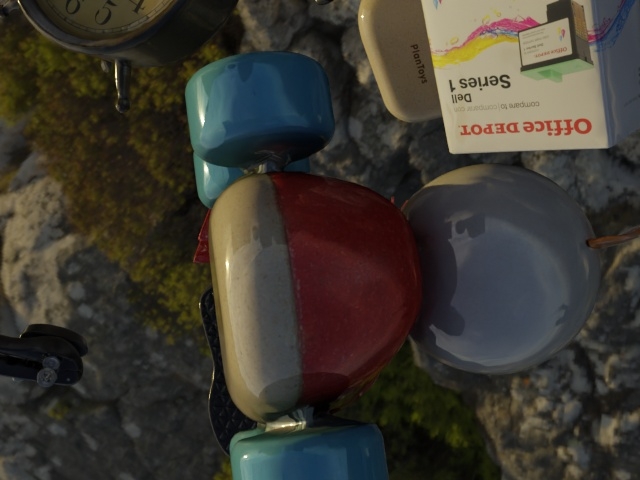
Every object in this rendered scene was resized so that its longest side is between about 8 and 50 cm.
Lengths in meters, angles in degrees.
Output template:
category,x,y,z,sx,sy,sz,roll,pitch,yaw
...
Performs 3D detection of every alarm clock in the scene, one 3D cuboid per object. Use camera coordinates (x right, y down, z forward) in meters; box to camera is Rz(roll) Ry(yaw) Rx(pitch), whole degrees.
category,x,y,z,sx,sy,sz,roll,pitch,yaw
alarm clock,-0.089,-0.174,0.442,0.129,0.064,0.192,39,107,18

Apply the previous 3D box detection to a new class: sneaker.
category,x,y,z,sx,sy,sz,roll,pitch,yaw
sneaker,-0.093,0.157,1.059,0.084,0.234,0.097,-9,166,10

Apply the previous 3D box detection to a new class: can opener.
category,x,y,z,sx,sy,sz,roll,pitch,yaw
can opener,-0.346,0.121,0.903,0.186,0.073,0.059,10,101,-22

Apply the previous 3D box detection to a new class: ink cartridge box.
category,x,y,z,sx,sy,sz,roll,pitch,yaw
ink cartridge box,0.227,-0.240,0.908,0.201,0.117,0.278,3,114,42

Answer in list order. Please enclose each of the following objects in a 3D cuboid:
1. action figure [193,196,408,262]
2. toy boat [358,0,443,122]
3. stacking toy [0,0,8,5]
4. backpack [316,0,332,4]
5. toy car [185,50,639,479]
category,x,y,z,sx,sy,sz,roll,pitch,yaw
action figure,0.000,0.000,1.039,0.281,0.139,0.091,19,147,-5
toy boat,0.148,-0.298,1.223,0.151,0.151,0.231,-12,122,18
stacking toy,-0.442,-0.419,0.686,0.480,0.350,0.350,22,132,-12
backpack,-0.089,-0.481,1.121,0.277,0.213,0.263,31,113,38
toy car,0.058,0.023,0.466,0.238,0.219,0.210,-7,170,-8
